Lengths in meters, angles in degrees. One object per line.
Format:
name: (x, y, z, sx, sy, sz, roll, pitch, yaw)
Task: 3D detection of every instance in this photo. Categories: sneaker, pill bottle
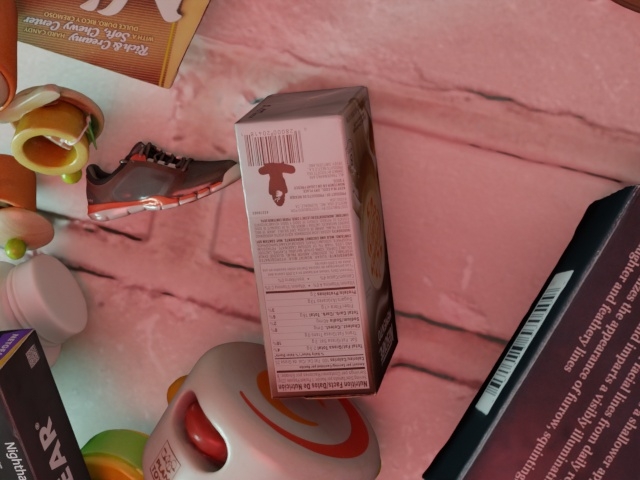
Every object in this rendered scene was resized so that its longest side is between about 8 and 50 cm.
sneaker: (-0.150, -0.061, 1.371, 0.158, 0.061, 0.065, -12, 96, 14)
pill bottle: (-0.331, 0.096, 1.422, 0.215, 0.117, 0.117, -28, 98, 17)

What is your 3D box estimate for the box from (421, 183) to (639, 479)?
box: (0.329, 0.184, 1.211, 0.395, 0.212, 0.293, 32, 87, 2)

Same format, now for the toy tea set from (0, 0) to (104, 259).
toy tea set: (-0.301, -0.086, 1.270, 0.200, 0.124, 0.336, -10, 145, 19)

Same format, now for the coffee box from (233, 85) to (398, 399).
coffee box: (0.000, 0.000, 1.313, 0.098, 0.141, 0.247, -4, 106, 13)

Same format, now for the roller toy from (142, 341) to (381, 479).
roller toy: (-0.059, 0.199, 1.353, 0.209, 0.191, 0.146, 34, 110, 1)

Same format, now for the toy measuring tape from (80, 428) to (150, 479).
toy measuring tape: (-0.249, 0.233, 1.453, 0.330, 0.121, 0.121, 6, 107, 20)

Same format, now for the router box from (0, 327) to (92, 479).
router box: (-0.331, 0.235, 1.360, 0.243, 0.081, 0.309, -4, 117, 21)

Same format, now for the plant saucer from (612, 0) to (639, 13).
plant saucer: (0.309, -0.314, 1.211, 0.277, 0.041, 0.278, 3, 107, 12)

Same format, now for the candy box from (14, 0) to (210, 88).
candy box: (-0.239, -0.262, 1.234, 0.316, 0.087, 0.183, 16, 126, -20)
